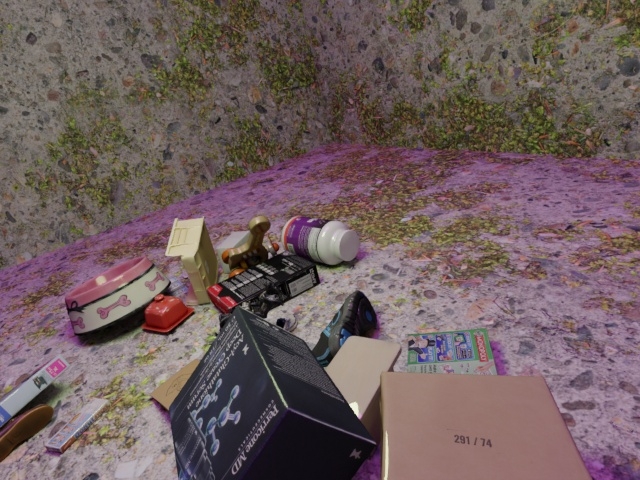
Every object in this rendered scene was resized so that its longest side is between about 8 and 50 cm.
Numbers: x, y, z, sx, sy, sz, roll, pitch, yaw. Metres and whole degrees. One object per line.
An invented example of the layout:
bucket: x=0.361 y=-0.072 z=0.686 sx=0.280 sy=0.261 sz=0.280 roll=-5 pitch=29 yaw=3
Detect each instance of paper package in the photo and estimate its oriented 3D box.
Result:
paper package: x=0.263 y=0.391 z=0.812 sx=0.324 sy=0.168 sz=0.309 roll=0 pitch=25 yaw=8

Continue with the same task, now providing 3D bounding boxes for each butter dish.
butter dish: x=-0.590 y=0.258 z=1.737 sx=0.160 sy=0.118 sz=0.160 roll=0 pitch=27 yaw=32

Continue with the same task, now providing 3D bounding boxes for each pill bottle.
pill bottle: x=0.000 y=0.000 z=1.907 sx=0.323 sy=0.181 sz=0.181 roll=10 pitch=33 yaw=43

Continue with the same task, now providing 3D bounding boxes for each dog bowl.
dog bowl: x=-0.824 y=0.205 z=1.849 sx=0.408 sy=0.150 sz=0.408 roll=-23 pitch=14 yaw=6

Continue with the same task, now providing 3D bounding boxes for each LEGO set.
LEGO set: x=-0.582 y=0.157 z=2.046 sx=0.244 sy=0.060 sz=0.182 roll=-27 pitch=30 yaw=-29

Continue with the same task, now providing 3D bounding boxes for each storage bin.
storage bin: x=-0.507 y=0.083 z=1.848 sx=0.123 sy=0.262 sz=0.260 roll=-8 pitch=37 yaw=0

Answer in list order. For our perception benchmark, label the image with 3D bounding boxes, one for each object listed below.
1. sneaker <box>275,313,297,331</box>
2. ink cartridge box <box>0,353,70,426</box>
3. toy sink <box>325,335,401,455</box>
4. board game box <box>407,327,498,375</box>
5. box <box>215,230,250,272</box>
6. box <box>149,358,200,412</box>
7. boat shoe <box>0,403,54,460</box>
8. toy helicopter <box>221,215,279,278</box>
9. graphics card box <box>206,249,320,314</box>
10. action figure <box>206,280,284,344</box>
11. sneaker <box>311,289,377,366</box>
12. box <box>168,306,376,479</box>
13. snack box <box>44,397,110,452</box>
sneaker: x=-0.116 y=0.273 z=1.505 sx=0.052 sy=0.058 sz=0.135 roll=-5 pitch=24 yaw=21
ink cartridge box: x=-0.933 y=0.490 z=1.394 sx=0.186 sy=0.065 sz=0.311 roll=-31 pitch=15 yaw=30
toy sink: x=0.095 y=0.361 z=1.093 sx=0.152 sy=0.131 sz=0.234 roll=2 pitch=33 yaw=34
board game box: x=0.322 y=0.334 z=1.128 sx=0.213 sy=0.046 sz=0.317 roll=-7 pitch=24 yaw=15
box: x=-0.376 y=0.050 z=2.074 sx=0.091 sy=0.130 sz=0.170 roll=-3 pitch=25 yaw=22
box: x=-0.386 y=0.416 z=1.316 sx=0.164 sy=0.021 sz=0.201 roll=-35 pitch=19 yaw=-31
boat shoe: x=-0.871 y=0.541 z=1.305 sx=0.073 sy=0.073 sz=0.207 roll=6 pitch=30 yaw=34
toy helicopter: x=-0.254 y=0.027 z=1.856 sx=0.235 sy=0.355 sz=0.140 roll=-8 pitch=56 yaw=-26
graphics card box: x=-0.215 y=0.171 z=1.754 sx=0.371 sy=0.094 sz=0.233 roll=-27 pitch=26 yaw=-26
action figure: x=-0.235 y=0.264 z=1.504 sx=0.275 sy=0.141 sz=0.164 roll=-40 pitch=30 yaw=8
sneaker: x=0.066 y=0.255 z=1.360 sx=0.139 sy=0.125 sz=0.341 roll=-32 pitch=2 yaw=27
box: x=-0.125 y=0.371 z=0.930 sx=0.293 sy=0.212 sz=0.395 roll=-56 pitch=28 yaw=2
snack box: x=-0.688 y=0.522 z=1.309 sx=0.064 sy=0.022 sz=0.178 roll=-2 pitch=26 yaw=24
